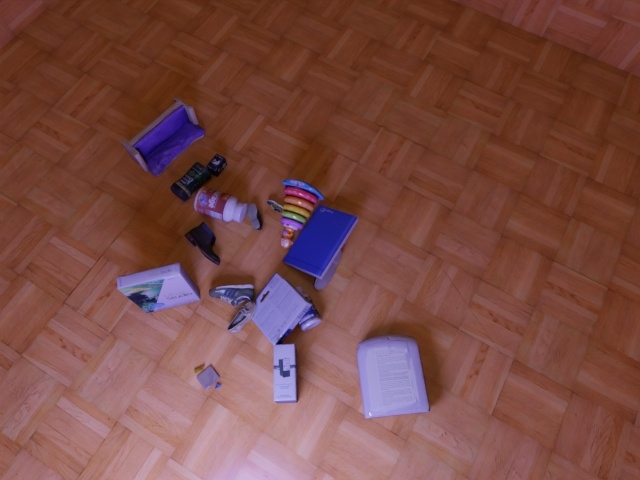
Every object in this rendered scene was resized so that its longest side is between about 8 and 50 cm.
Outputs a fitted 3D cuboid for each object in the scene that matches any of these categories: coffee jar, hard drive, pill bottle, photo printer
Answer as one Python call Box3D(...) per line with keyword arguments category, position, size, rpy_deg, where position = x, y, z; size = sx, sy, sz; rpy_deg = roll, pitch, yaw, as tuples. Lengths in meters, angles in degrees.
Box3D(category="coffee jar", position=(-0.604, -0.273, 2.131), size=(0.096, 0.079, 0.184), rpy_deg=(37, 72, 13))
Box3D(category="hard drive", position=(0.000, 0.000, 2.010), size=(0.210, 0.040, 0.319), rpy_deg=(20, 66, 33))
Box3D(category="pill bottle", position=(-0.446, -0.156, 2.062), size=(0.216, 0.121, 0.121), rpy_deg=(18, 68, 6))
Box3D(category="pill bottle", position=(-0.072, 0.280, 1.902), size=(0.094, 0.094, 0.169), rpy_deg=(-26, 71, -11))
Box3D(category="photo printer", position=(0.278, 0.525, 1.800), size=(0.255, 0.107, 0.308), rpy_deg=(-5, 67, -4))

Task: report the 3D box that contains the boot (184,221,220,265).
Box3D(category="boot", position=(-0.492, 0.010, 2.014), size=(0.219, 0.082, 0.106), rpy_deg=(40, 75, 16))

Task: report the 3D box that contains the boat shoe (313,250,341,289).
Box3D(category="boat shoe", position=(0.021, 0.120, 2.001), size=(0.065, 0.075, 0.206), rpy_deg=(10, 66, 49))

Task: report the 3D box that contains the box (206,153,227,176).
Box3D(category="box", position=(-0.492, -0.358, 2.177), size=(0.052, 0.062, 0.083), rpy_deg=(30, 71, 12))

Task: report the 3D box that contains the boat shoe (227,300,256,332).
Box3D(category="boat shoe", position=(-0.325, 0.314, 1.887), size=(0.056, 0.048, 0.153), rpy_deg=(41, 91, 26))

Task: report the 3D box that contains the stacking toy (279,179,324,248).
Box3D(category="stacking toy", position=(-0.118, -0.108, 2.050), size=(0.175, 0.165, 0.302), rpy_deg=(17, 84, 22))

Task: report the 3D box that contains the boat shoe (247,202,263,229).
Box3D(category="boat shoe", position=(-0.297, -0.109, 2.090), size=(0.048, 0.042, 0.133), rpy_deg=(-24, 67, 16))

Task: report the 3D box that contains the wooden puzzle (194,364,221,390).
Box3D(category="wooden puzzle", position=(-0.449, 0.548, 1.828), size=(0.078, 0.014, 0.116), rpy_deg=(-33, 71, -9))

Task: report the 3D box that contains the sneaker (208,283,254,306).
Box3D(category="sneaker", position=(-0.373, 0.238, 1.929), size=(0.192, 0.064, 0.086), rpy_deg=(-5, 63, -7))

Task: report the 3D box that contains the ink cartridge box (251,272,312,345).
Box3D(category="ink cartridge box", position=(-0.173, 0.279, 1.871), size=(0.223, 0.045, 0.224), rpy_deg=(-52, 52, 3))

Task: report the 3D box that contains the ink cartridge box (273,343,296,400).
Box3D(category="ink cartridge box", position=(-0.134, 0.516, 1.773), size=(0.086, 0.153, 0.209), rpy_deg=(-2, 66, -1))

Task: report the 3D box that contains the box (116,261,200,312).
Box3D(category="box", position=(-0.625, 0.193, 1.805), size=(0.232, 0.322, 0.059), rpy_deg=(-14, 65, -6))

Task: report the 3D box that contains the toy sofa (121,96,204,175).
Box3D(category="toy sofa", position=(-0.737, -0.494, 2.182), size=(0.177, 0.150, 0.362), rpy_deg=(38, 72, 15))

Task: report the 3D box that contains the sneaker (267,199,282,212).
Box3D(category="sneaker", position=(-0.213, -0.158, 2.116), size=(0.083, 0.031, 0.035), rpy_deg=(24, 70, 9))
